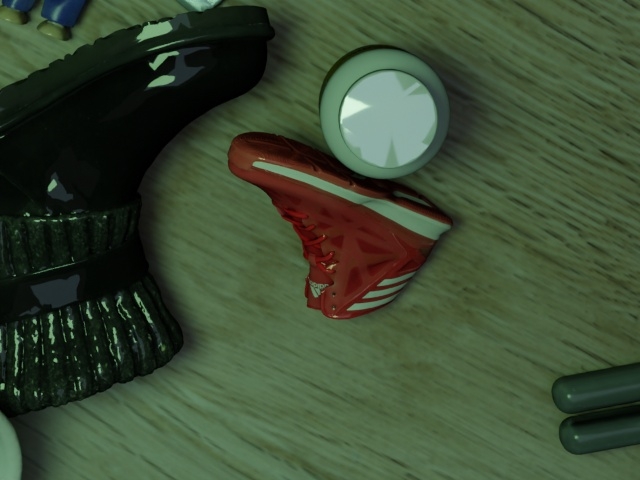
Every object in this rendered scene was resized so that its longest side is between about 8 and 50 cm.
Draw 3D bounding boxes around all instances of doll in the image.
[{"bbox_3d":[-0.215,-0.267,1.314,0.129,0.046,0.189,21,98,-4],"label":"doll"}]

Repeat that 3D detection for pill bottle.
[{"bbox_3d":[0.050,-0.104,1.270,0.103,0.184,0.103,0,99,-1],"label":"pill bottle"}]

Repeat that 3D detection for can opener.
[{"bbox_3d":[0.345,0.132,1.353,0.283,0.095,0.076,-11,98,1],"label":"can opener"}]

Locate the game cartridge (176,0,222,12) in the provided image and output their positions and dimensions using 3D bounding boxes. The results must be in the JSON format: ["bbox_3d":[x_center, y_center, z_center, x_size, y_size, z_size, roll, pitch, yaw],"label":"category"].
[{"bbox_3d":[-0.093,-0.232,1.336,0.056,0.017,0.083,37,96,-9],"label":"game cartridge"}]

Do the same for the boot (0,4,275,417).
[{"bbox_3d":[-0.158,-0.023,1.304,0.348,0.131,0.260,-23,91,13],"label":"boot"}]

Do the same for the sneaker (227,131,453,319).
[{"bbox_3d":[0.000,0.000,1.305,0.221,0.087,0.128,21,104,-31],"label":"sneaker"}]

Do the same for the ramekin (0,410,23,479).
[{"bbox_3d":[-0.392,0.188,1.268,0.277,0.277,0.135,-49,55,6],"label":"ramekin"}]
